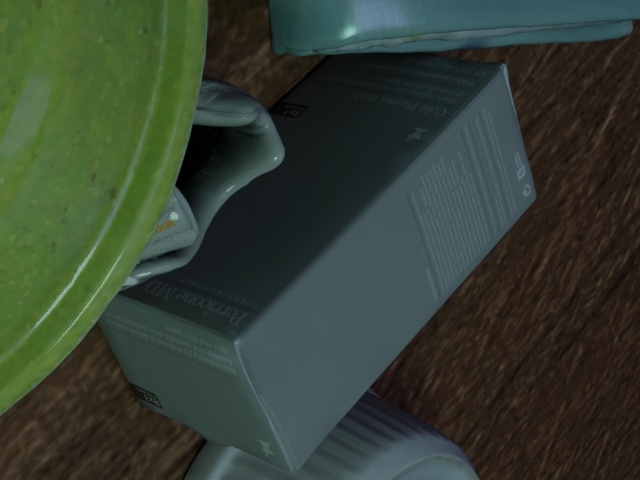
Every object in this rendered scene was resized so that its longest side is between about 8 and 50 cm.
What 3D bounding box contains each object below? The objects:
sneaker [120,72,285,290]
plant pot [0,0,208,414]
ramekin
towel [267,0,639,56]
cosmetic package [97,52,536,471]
[{"bbox_3d":[-0.125,-0.004,0.633,0.262,0.121,0.099,-46,132,-30],"label":"sneaker"},{"bbox_3d":[-0.203,-0.080,0.345,0.276,0.276,0.254,-71,159,-4],"label":"plant pot"},{"bbox_3d":[0.012,0.193,0.864,0.207,0.109,0.207,-18,116,-44],"label":"ramekin"},{"bbox_3d":[0.091,-0.268,0.784,0.374,0.090,0.320,-13,97,-48],"label":"towel"},{"bbox_3d":[0.000,0.000,0.776,0.238,0.127,0.107,-44,132,-33],"label":"cosmetic package"}]
